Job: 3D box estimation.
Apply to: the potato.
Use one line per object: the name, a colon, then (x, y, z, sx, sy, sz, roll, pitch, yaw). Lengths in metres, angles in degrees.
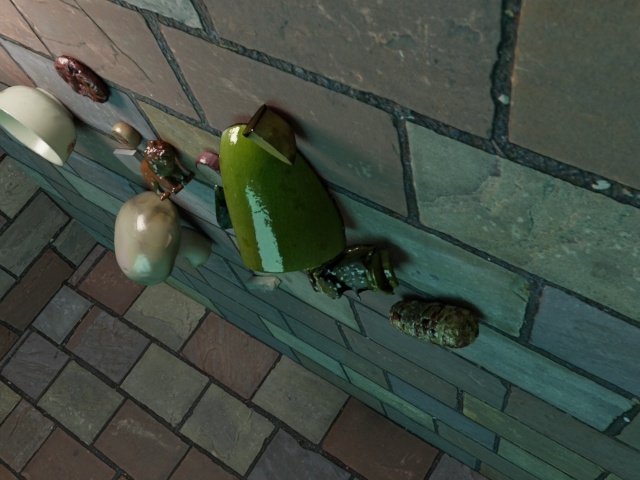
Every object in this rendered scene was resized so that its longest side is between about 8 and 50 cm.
potato: (-0.079, -0.189, 1.170, 0.103, 0.066, 0.096, 36, 177, -19)

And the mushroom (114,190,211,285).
mushroom: (-0.573, 0.006, 2.193, 0.315, 0.315, 0.356, 29, 162, 18)

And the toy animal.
toy animal: (-0.434, -0.197, 1.767, 0.157, 0.097, 0.312, 53, 160, -14)

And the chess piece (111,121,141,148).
chess piece: (-0.528, -0.286, 1.760, 0.084, 0.038, 0.083, 32, 164, 11)

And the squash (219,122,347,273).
squash: (-0.098, -0.106, 1.349, 0.234, 0.210, 0.308, 4, 112, 36)

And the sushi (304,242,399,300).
sushi: (0.071, 0.084, 1.463, 0.291, 0.131, 0.139, -9, 107, 52)

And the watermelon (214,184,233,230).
watermelon: (-0.247, -0.090, 1.715, 0.080, 0.101, 0.155, 37, 156, 31)

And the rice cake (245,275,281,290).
rice cake: (-0.204, 0.153, 2.300, 0.042, 0.045, 0.245, 44, 161, -18)

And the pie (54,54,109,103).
pie: (-0.588, -0.396, 1.591, 0.155, 0.036, 0.154, 30, 162, 11)

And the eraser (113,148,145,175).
eraser: (-0.561, -0.236, 1.972, 0.150, 0.023, 0.104, 13, 152, 50)

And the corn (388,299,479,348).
corn: (0.251, 0.185, 1.501, 0.098, 0.098, 0.290, 43, 165, -23)

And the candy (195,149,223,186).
candy: (-0.253, -0.172, 1.556, 0.103, 0.043, 0.103, 31, 162, 12)

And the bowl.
bowl: (-0.851, -0.366, 1.958, 0.277, 0.145, 0.277, 33, 162, 12)
